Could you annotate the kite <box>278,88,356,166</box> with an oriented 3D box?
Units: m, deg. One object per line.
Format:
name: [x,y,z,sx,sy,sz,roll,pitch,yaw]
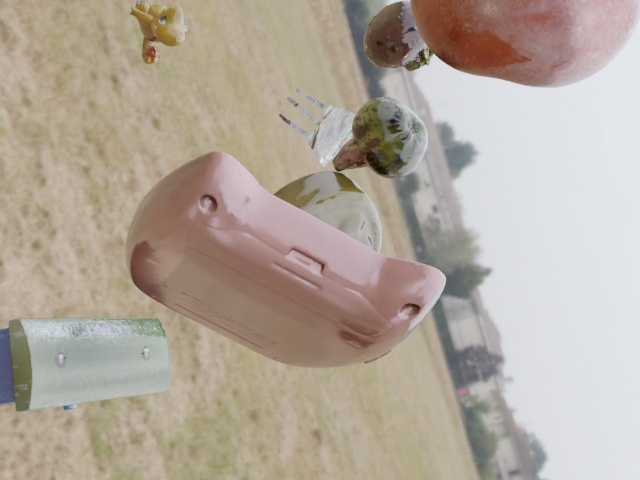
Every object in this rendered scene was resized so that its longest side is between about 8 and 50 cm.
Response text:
kite: [-0.004,-0.222,1.629,0.016,0.127,0.229,37,8,35]

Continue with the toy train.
toy train: [-0.357,0.164,1.118,0.300,0.202,0.131,8,70,-62]

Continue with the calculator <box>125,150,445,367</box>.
calculator: [-0.050,0.041,0.651,0.048,0.220,0.330,-67,-169,-21]

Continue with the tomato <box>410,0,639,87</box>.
tomato: [0.240,-0.311,0.966,0.270,0.270,0.227,-98,-173,-48]

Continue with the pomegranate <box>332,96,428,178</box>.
pomegranate: [0.096,-0.161,1.383,0.138,0.163,0.125,59,-3,-10]

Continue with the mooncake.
mooncake: [0.000,0.000,1.397,0.117,0.235,0.234,53,-12,50]

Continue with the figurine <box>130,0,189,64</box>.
figurine: [-0.314,-0.400,1.628,0.176,0.121,0.122,35,-73,59]

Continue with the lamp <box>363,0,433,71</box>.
lamp: [0.169,-0.417,1.736,0.135,0.156,0.157,48,-1,-32]
